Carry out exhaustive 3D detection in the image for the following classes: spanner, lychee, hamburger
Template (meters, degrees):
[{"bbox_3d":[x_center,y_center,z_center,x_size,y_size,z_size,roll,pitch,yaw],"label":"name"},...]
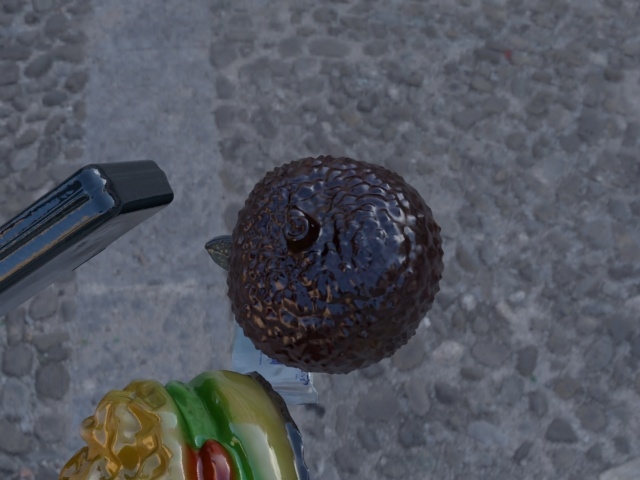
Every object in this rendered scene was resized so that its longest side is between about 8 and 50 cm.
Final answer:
[{"bbox_3d":[0.000,0.000,1.314,0.325,0.093,0.026,-2,29,0],"label":"spanner"},{"bbox_3d":[0.017,0.030,1.069,0.260,0.261,0.261,3,51,-3],"label":"lychee"},{"bbox_3d":[-0.112,0.203,0.674,0.148,0.237,0.237,0,49,-24],"label":"hamburger"}]

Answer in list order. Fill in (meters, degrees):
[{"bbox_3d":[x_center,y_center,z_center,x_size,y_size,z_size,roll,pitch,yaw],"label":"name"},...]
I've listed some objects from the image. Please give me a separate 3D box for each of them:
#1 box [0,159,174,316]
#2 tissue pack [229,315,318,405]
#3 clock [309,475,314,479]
[{"bbox_3d":[-0.248,0.008,0.831,0.230,0.160,0.050,-33,90,12],"label":"box"},{"bbox_3d":[-0.063,0.139,1.261,0.122,0.026,0.193,-4,50,4],"label":"tissue pack"},{"bbox_3d":[-0.034,0.344,1.002,0.090,0.248,0.227,-17,51,-27],"label":"clock"}]
